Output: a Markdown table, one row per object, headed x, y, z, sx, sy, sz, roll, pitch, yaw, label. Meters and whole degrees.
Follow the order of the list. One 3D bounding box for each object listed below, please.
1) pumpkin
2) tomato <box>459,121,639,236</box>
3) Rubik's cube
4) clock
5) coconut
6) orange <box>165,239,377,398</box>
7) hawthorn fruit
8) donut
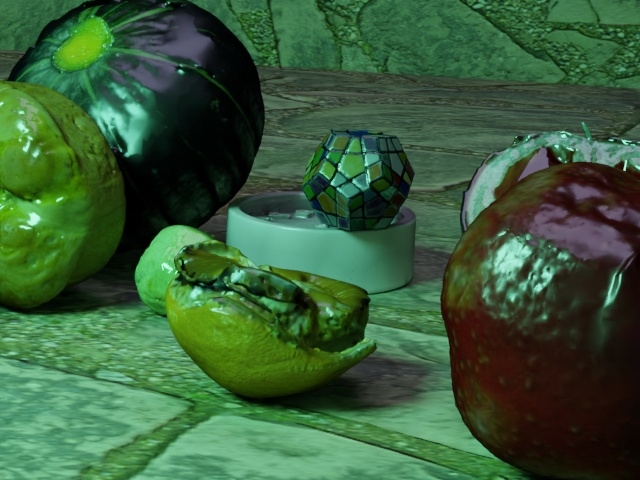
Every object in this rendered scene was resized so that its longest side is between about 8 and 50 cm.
| x | y | z | sx | sy | sz | roll | pitch | yaw | label |
| --- | --- | --- | --- | --- | --- | --- | --- | --- | --- |
| -0.188 | -0.103 | 1.553 | 0.296 | 0.295 | 0.296 | 3 | 13 | -1 | pumpkin |
| 0.241 | 0.009 | 1.323 | 0.214 | 0.155 | 0.180 | 16 | 54 | 30 | tomato |
| 0.036 | -0.060 | 1.425 | 0.093 | 0.111 | 0.111 | -19 | 2 | 28 | Rubik's cube |
| 0.000 | 0.000 | 1.517 | 0.197 | 0.068 | 0.197 | 3 | 14 | -1 | clock |
| -0.123 | 0.028 | 1.340 | 0.088 | 0.087 | 0.096 | 12 | 45 | 35 | coconut |
| -0.042 | 0.067 | 1.131 | 0.170 | 0.112 | 0.160 | 32 | 11 | 16 | orange |
| 0.217 | 0.075 | 0.981 | 0.266 | 0.210 | 0.230 | 28 | 12 | 32 | hawthorn fruit |
| -0.302 | -0.051 | 1.373 | 0.261 | 0.208 | 0.128 | 16 | 17 | 31 | donut |
